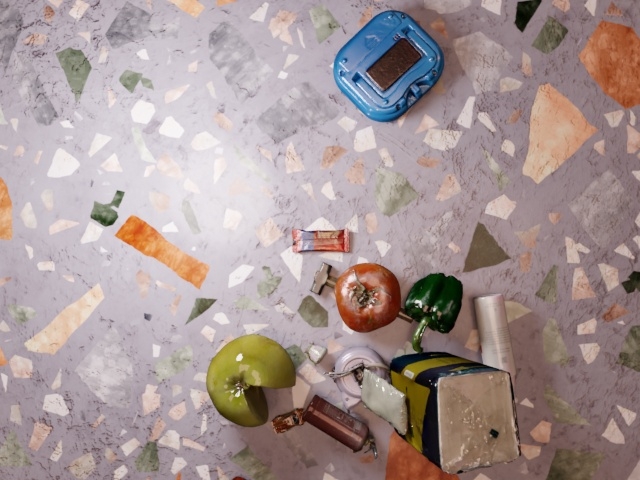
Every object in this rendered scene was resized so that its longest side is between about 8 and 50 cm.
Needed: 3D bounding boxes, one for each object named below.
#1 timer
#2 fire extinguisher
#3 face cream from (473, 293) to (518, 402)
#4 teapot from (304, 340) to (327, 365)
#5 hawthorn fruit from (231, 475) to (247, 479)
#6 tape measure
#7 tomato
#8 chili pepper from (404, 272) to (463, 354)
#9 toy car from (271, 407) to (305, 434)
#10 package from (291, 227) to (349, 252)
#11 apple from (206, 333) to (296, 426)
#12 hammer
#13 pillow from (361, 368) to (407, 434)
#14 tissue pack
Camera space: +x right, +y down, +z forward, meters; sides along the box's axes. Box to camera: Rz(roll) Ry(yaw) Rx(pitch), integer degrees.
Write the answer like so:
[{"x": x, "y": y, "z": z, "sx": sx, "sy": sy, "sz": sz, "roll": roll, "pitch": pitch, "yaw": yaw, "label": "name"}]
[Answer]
[{"x": 0.231, "y": -0.595, "z": 1.855, "sx": 0.340, "sy": 0.115, "sz": 0.309, "roll": -43, "pitch": 87, "yaw": 1, "label": "timer"}, {"x": 0.073, "y": 0.622, "z": 1.804, "sx": 0.269, "sy": 0.105, "sz": 0.105, "roll": 31, "pitch": 90, "yaw": 5, "label": "fire extinguisher"}, {"x": 0.572, "y": 0.350, "z": 1.776, "sx": 0.102, "sy": 0.102, "sz": 0.346, "roll": -7, "pitch": 86, "yaw": 5, "label": "face cream"}, {"x": -0.020, "y": 0.384, "z": 1.853, "sx": 0.064, "sy": 0.064, "sz": 0.083, "roll": 34, "pitch": 122, "yaw": 13, "label": "teapot"}, {"x": -0.277, "y": 0.834, "z": 1.840, "sx": 0.077, "sy": 0.077, "sz": 0.077, "roll": 0, "pitch": 87, "yaw": 5, "label": "hawthorn fruit"}, {"x": 0.126, "y": 0.446, "z": 1.809, "sx": 0.196, "sy": 0.105, "sz": 0.178, "roll": -35, "pitch": 84, "yaw": 4, "label": "tape measure"}, {"x": 0.155, "y": 0.191, "z": 1.791, "sx": 0.236, "sy": 0.095, "sz": 0.237, "roll": 0, "pitch": 88, "yaw": 3, "label": "tomato"}, {"x": 0.362, "y": 0.234, "z": 1.757, "sx": 0.174, "sy": 0.165, "sz": 0.261, "roll": 30, "pitch": 66, "yaw": -5, "label": "chili pepper"}, {"x": -0.104, "y": 0.613, "z": 1.855, "sx": 0.122, "sy": 0.035, "sz": 0.059, "roll": -23, "pitch": 81, "yaw": 5, "label": "toy car"}, {"x": 0.000, "y": 0.000, "z": 1.886, "sx": 0.200, "sy": 0.022, "sz": 0.083, "roll": 0, "pitch": 86, "yaw": 6, "label": "package"}, {"x": -0.225, "y": 0.452, "z": 1.768, "sx": 0.292, "sy": 0.254, "sz": 0.292, "roll": -1, "pitch": 83, "yaw": 8, "label": "apple"}, {"x": 0.147, "y": 0.193, "z": 1.854, "sx": 0.365, "sy": 0.043, "sz": 0.111, "roll": 24, "pitch": 88, "yaw": 5, "label": "hammer"}, {"x": 0.191, "y": 0.486, "z": 1.661, "sx": 0.051, "sy": 0.229, "sz": 0.128, "roll": -5, "pitch": 101, "yaw": -27, "label": "pillow"}, {"x": 0.377, "y": 0.485, "z": 1.608, "sx": 0.253, "sy": 0.416, "sz": 0.264, "roll": -4, "pitch": 86, "yaw": -11, "label": "tissue pack"}]
